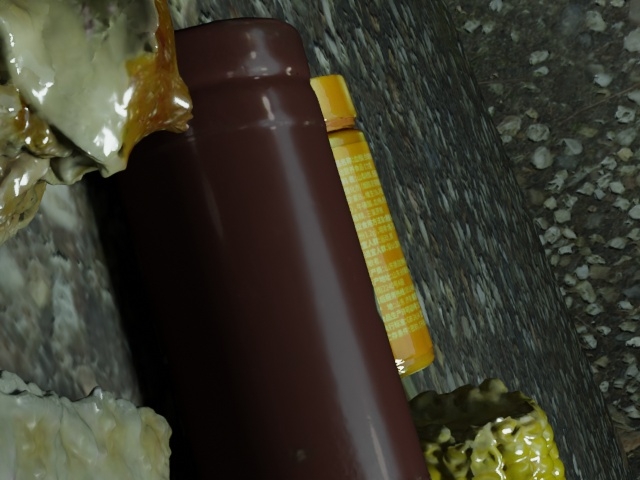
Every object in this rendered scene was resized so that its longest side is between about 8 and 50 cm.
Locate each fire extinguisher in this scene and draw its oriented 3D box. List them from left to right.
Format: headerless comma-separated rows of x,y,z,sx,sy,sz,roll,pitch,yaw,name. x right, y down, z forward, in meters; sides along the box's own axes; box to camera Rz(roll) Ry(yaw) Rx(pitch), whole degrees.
-0.014,0.066,0.676,0.135,0.114,0.337,0,72,-61,fire extinguisher

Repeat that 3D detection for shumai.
-0.110,-0.073,0.502,0.145,0.116,0.146,-19,90,-73,shumai

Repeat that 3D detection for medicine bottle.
0.000,0.000,0.852,0.096,0.096,0.192,-14,85,-75,medicine bottle

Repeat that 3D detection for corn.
0.103,0.248,0.790,0.131,0.131,0.345,-64,144,-69,corn

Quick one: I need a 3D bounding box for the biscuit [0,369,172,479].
-0.112,0.106,0.437,0.290,0.038,0.141,39,40,-67,biscuit

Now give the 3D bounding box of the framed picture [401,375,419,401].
0.058,0.190,0.943,0.281,0.019,0.209,-88,158,-48,framed picture
